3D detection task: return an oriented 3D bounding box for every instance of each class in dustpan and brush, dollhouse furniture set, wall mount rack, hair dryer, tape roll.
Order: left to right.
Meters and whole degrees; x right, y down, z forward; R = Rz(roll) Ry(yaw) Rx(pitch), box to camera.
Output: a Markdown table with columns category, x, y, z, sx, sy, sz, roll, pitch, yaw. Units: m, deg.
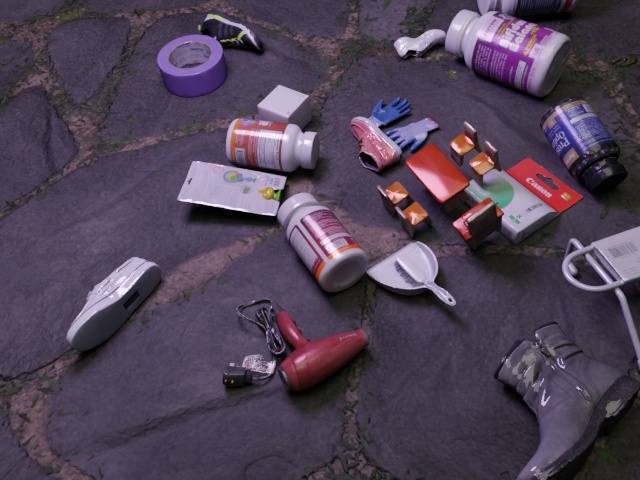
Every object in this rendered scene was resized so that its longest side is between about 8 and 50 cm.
| category | x | y | z | sx | sy | sz | roll | pitch | yaw |
| --- | --- | --- | --- | --- | --- | --- | --- | --- | --- |
| tape roll | -0.367 | -0.503 | 2.005 | 0.189 | 0.080 | 0.189 | -3 | 50 | 3 |
| hair dryer | -0.049 | 0.200 | 1.412 | 0.294 | 0.080 | 0.223 | 5 | 52 | 9 |
| dustpan and brush | 0.213 | 0.082 | 1.491 | 0.147 | 0.060 | 0.211 | -31 | 55 | -18 |
| dollhouse furniture set | 0.290 | -0.116 | 1.549 | 0.262 | 0.135 | 0.259 | -36 | 58 | -1 |
| wall mount rack | 0.670 | 0.092 | 1.405 | 0.350 | 0.130 | 0.304 | -17 | 48 | -8 |

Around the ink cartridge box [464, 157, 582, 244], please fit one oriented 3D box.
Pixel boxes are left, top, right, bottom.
| category | x | y | z | sx | sy | sz | roll | pitch | yaw |
| --- | --- | --- | --- | --- | --- | --- | --- | --- | --- |
| ink cartridge box | 0.473 | -0.112 | 1.627 | 0.225 | 0.056 | 0.181 | -32 | 56 | -17 |

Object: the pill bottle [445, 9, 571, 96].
| category | x | y | z | sx | sy | sz | roll | pitch | yaw |
| --- | --- | --- | --- | --- | --- | --- | --- | --- | --- |
| pill bottle | 0.496 | -0.514 | 1.871 | 0.302 | 0.169 | 0.169 | 29 | 60 | 25 |

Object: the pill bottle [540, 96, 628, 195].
| category | x | y | z | sx | sy | sz | roll | pitch | yaw |
| --- | --- | --- | --- | --- | --- | --- | --- | --- | --- |
| pill bottle | 0.623 | -0.221 | 1.642 | 0.123 | 0.123 | 0.219 | -19 | 65 | -9 |

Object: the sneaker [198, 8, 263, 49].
| category | x | y | z | sx | sy | sz | roll | pitch | yaw |
| --- | --- | --- | --- | --- | --- | --- | --- | --- | --- |
| sneaker | -0.272 | -0.609 | 2.098 | 0.235 | 0.084 | 0.097 | 34 | 86 | 29 |

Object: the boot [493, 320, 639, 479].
| category | x | y | z | sx | sy | sz | roll | pitch | yaw |
| --- | --- | --- | --- | --- | --- | --- | --- | --- | --- |
| boot | 0.403 | 0.307 | 1.276 | 0.338 | 0.118 | 0.223 | -31 | 52 | -32 |

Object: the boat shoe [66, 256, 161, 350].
| category | x | y | z | sx | sy | sz | roll | pitch | yaw |
| --- | --- | --- | --- | --- | --- | --- | --- | --- | --- |
| boat shoe | -0.458 | 0.133 | 1.509 | 0.084 | 0.095 | 0.258 | 22 | 46 | 26 |

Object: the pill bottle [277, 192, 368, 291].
| category | x | y | z | sx | sy | sz | roll | pitch | yaw |
| --- | --- | --- | --- | --- | --- | --- | --- | --- | --- |
| pill bottle | 0.000 | 0.000 | 1.540 | 0.121 | 0.121 | 0.221 | -27 | 54 | -15 |

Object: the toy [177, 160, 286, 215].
| category | x | y | z | sx | sy | sz | roll | pitch | yaw |
| --- | --- | --- | --- | --- | --- | --- | --- | --- | --- |
| toy | -0.211 | -0.114 | 1.694 | 0.237 | 0.056 | 0.137 | 7 | 49 | 5 |

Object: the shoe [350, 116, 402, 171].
| category | x | y | z | sx | sy | sz | roll | pitch | yaw |
| --- | --- | --- | --- | --- | --- | --- | --- | --- | --- |
| shoe | 0.118 | -0.244 | 1.759 | 0.081 | 0.063 | 0.178 | -32 | 59 | -25 |

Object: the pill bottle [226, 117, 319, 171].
| category | x | y | z | sx | sy | sz | roll | pitch | yaw |
| --- | --- | --- | --- | --- | --- | --- | --- | --- | --- |
| pill bottle | -0.116 | -0.235 | 1.739 | 0.216 | 0.121 | 0.121 | 8 | 53 | 11 |

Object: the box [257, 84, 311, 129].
| category | x | y | z | sx | sy | sz | roll | pitch | yaw |
| --- | --- | --- | --- | --- | --- | --- | --- | --- | --- |
| box | -0.094 | -0.337 | 1.839 | 0.101 | 0.087 | 0.102 | 25 | 58 | 23 |

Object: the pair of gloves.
| category | x | y | z | sx | sy | sz | roll | pitch | yaw |
| --- | --- | --- | --- | --- | --- | --- | --- | --- | --- |
| pair of gloves | 0.203 | -0.304 | 1.827 | 0.159 | 0.023 | 0.198 | -33 | 56 | -21 |

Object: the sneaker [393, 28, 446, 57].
| category | x | y | z | sx | sy | sz | roll | pitch | yaw |
| --- | --- | --- | --- | --- | --- | --- | --- | --- | --- |
| sneaker | 0.292 | -0.561 | 2.008 | 0.152 | 0.053 | 0.061 | -16 | 61 | 0 |

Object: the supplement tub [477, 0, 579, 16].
| category | x | y | z | sx | sy | sz | roll | pitch | yaw |
| --- | --- | --- | --- | --- | --- | --- | --- | --- | --- |
| supplement tub | 0.609 | -0.756 | 2.037 | 0.272 | 0.191 | 0.191 | -6 | 51 | 1 |
